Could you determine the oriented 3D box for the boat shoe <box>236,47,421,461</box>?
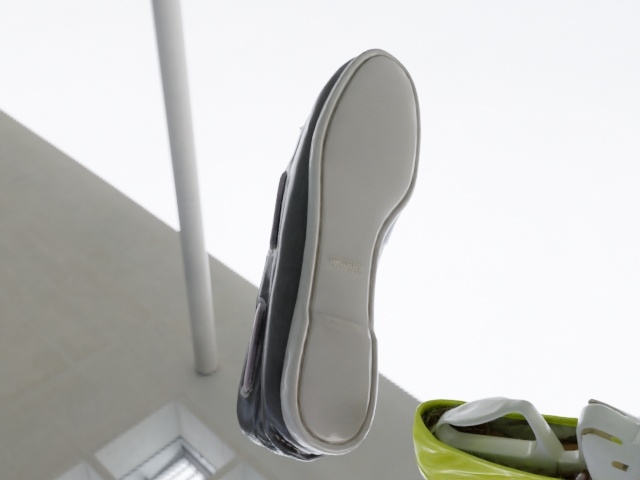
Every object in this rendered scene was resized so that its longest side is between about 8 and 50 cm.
[{"bbox_3d":[0.000,0.000,0.607,0.095,0.112,0.335,-16,-125,48],"label":"boat shoe"}]

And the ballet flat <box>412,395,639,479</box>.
[{"bbox_3d":[0.160,0.139,0.505,0.230,0.077,0.077,-3,-154,37],"label":"ballet flat"}]
